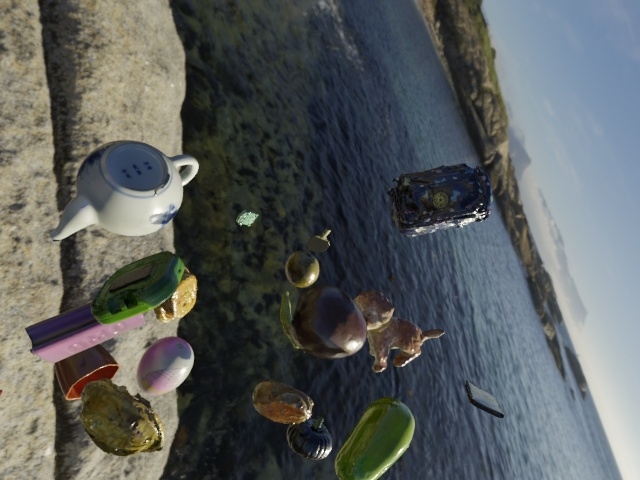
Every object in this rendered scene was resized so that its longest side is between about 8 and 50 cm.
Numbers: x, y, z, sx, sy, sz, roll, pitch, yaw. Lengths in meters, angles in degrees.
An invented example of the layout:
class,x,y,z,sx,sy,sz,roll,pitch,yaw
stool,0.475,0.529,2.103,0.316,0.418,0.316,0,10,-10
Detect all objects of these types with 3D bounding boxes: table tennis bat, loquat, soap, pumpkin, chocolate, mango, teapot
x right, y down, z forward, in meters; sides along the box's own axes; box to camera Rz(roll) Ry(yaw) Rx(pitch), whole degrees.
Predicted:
class,x,y,z,sx,sy,sz,roll,pitch,yaw
table tennis bat,0.000,0.000,1.584,0.087,0.156,0.013,25,48,-12
loquat,-0.082,0.133,1.782,0.152,0.152,0.195,-55,164,-59
soap,-0.491,0.182,0.859,0.203,0.122,0.065,-23,73,-24
pumpkin,-0.046,0.808,1.639,0.194,0.194,0.150,-50,155,-60
chocolate,0.018,0.144,0.697,0.127,0.133,0.124,-76,178,-60
mango,0.088,0.335,0.673,0.089,0.163,0.117,49,-19,12
teapot,-0.507,-0.125,1.075,0.252,0.280,0.424,52,51,0

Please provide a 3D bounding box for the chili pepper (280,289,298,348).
class,x,y,z,sx,sy,sz,roll,pitch,yaw
chili pepper,-0.090,0.224,1.151,0.043,0.049,0.208,96,-23,-52

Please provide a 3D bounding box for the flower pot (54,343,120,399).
class,x,y,z,sx,sy,sz,roll,pitch,yaw
flower pot,-0.863,0.450,1.454,0.173,0.190,0.191,44,21,18

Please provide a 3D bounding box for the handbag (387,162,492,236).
class,x,y,z,sx,sy,sz,roll,pitch,yaw
handbag,0.309,-0.110,1.046,0.113,0.260,0.162,40,44,-68

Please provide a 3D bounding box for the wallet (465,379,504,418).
class,x,y,z,sx,sy,sz,roll,pitch,yaw
wallet,0.583,0.573,1.445,0.031,0.122,0.232,-66,163,3

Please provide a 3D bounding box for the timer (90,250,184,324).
class,x,y,z,sx,sy,sz,roll,pitch,yaw
timer,-0.294,0.072,0.648,0.128,0.140,0.047,-99,167,-61

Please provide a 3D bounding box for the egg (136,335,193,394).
class,x,y,z,sx,sy,sz,roll,pitch,yaw
egg,-0.620,0.501,1.585,0.196,0.271,0.196,40,8,-6

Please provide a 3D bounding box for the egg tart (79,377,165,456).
class,x,y,z,sx,sy,sz,roll,pitch,yaw
egg tart,-0.542,0.488,1.073,0.279,0.279,0.095,60,33,-19

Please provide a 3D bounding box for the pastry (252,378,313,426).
class,x,y,z,sx,sy,sz,roll,pitch,yaw
pastry,-0.137,0.581,1.433,0.229,0.218,0.100,108,0,-47

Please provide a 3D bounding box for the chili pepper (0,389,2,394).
class,x,y,z,sx,sy,sz,roll,pitch,yaw
chili pepper,-1.053,0.400,1.145,0.253,0.136,0.144,19,27,-29

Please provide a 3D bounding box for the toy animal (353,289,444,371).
class,x,y,z,sx,sy,sz,roll,pitch,yaw
toy animal,0.165,0.173,0.886,0.104,0.184,0.185,-107,172,-72

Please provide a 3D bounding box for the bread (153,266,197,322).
class,x,y,z,sx,sy,sz,roll,pitch,yaw
bread,-0.598,0.219,1.648,0.198,0.120,0.236,-52,154,-60

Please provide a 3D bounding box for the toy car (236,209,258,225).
class,x,y,z,sx,sy,sz,roll,pitch,yaw
toy car,-0.410,-0.132,2.223,0.058,0.093,0.186,44,10,13
